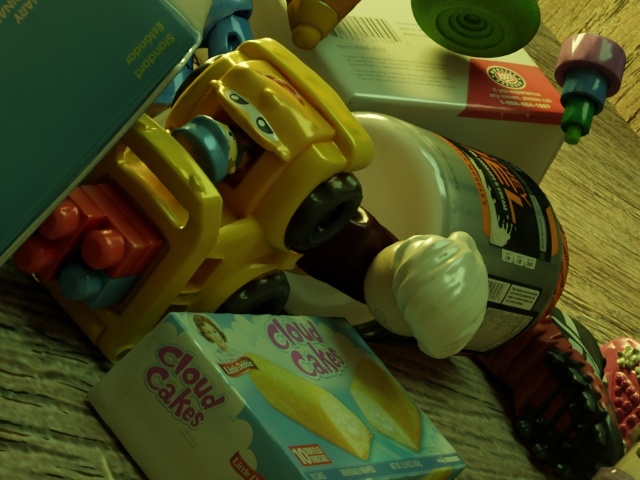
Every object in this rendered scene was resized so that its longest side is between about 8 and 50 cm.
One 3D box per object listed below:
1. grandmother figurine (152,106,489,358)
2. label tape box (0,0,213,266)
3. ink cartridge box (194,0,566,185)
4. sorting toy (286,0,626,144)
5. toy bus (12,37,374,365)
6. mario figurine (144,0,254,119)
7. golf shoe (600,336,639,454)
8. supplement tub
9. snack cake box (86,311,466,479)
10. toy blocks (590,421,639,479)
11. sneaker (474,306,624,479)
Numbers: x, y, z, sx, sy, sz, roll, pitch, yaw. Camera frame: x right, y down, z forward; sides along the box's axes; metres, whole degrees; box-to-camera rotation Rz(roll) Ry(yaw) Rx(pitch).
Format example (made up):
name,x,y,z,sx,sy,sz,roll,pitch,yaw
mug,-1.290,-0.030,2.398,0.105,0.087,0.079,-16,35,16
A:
name,x,y,z,sx,sy,sz,roll,pitch,yaw
grandmother figurine,0.000,0.000,1.408,0.342,0.104,0.208,27,-2,45
label tape box,-0.184,-0.100,1.157,0.115,0.249,0.348,41,17,-11
ink cartridge box,0.040,-0.193,1.914,0.279,0.160,0.385,2,40,-32
sorting toy,0.112,-0.185,1.741,0.365,0.127,0.126,22,62,-10
toy bus,-0.102,-0.025,1.248,0.149,0.220,0.211,47,23,20
mario figurine,-0.101,-0.227,1.643,0.198,0.170,0.320,13,70,-38
golf shoe,0.366,0.238,1.905,0.140,0.115,0.306,38,24,-49
supplement tub,0.094,0.003,1.660,0.193,0.193,0.316,52,18,24
snack cake box,-0.022,0.131,1.263,0.152,0.089,0.264,51,18,19
toy blocks,0.369,0.261,1.587,0.288,0.309,0.260,34,49,20
sneaker,0.239,0.143,1.821,0.135,0.097,0.276,27,22,-39
